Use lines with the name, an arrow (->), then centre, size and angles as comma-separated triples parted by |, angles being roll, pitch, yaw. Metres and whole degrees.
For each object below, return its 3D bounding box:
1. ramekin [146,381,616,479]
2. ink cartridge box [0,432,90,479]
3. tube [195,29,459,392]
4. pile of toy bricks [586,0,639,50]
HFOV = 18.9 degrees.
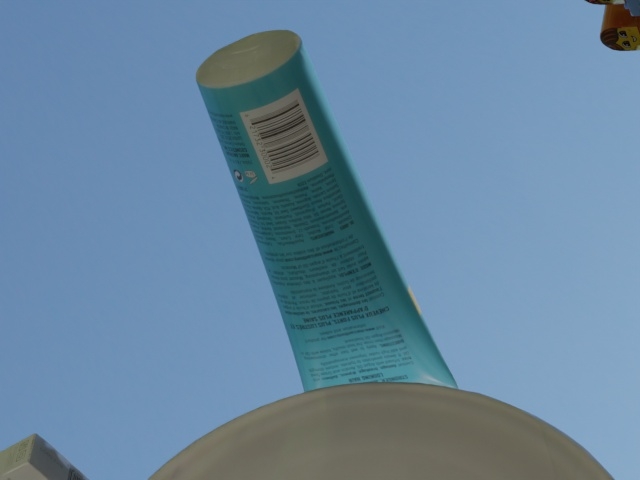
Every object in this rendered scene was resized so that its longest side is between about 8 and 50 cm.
ramekin -> 0.026, 0.205, 0.869 | 0.273, 0.273, 0.127 | -25, -43, -8
ink cartridge box -> -0.201, 0.169, 1.200 | 0.115, 0.029, 0.063 | -29, -59, 24
tube -> 0.000, 0.000, 0.932 | 0.080, 0.052, 0.207 | -8, -60, 24
pile of toy bricks -> 0.091, -0.155, 0.718 | 0.212, 0.105, 0.118 | 57, -140, -49
